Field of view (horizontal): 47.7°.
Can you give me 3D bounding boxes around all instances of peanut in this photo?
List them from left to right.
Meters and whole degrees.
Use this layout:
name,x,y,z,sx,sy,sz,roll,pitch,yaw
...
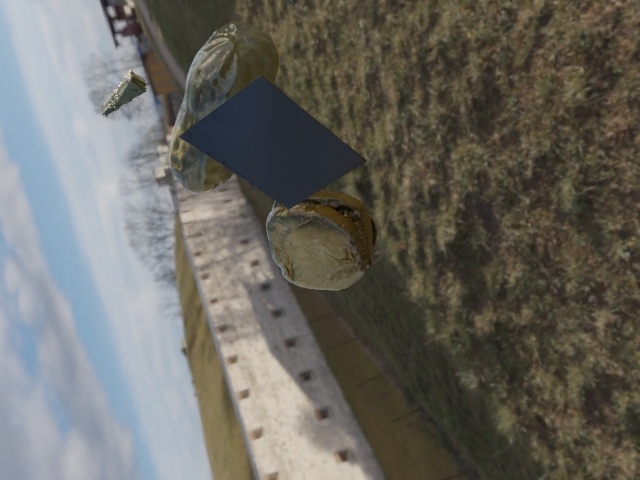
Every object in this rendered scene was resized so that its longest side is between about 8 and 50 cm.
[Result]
name,x,y,z,sx,sy,sz,roll,pitch,yaw
peanut,-0.178,-0.229,1.274,0.313,0.152,0.152,-65,23,16

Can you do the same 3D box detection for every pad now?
name,x,y,z,sx,sy,sz,roll,pitch,yaw
pad,-0.050,-0.105,0.838,0.190,0.127,0.004,33,-142,-42

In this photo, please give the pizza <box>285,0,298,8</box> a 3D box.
name,x,y,z,sx,sy,sz,roll,pitch,yaw
pizza,-0.063,-0.419,1.105,0.100,0.029,0.099,48,-151,-39

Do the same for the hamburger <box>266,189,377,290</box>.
name,x,y,z,sx,sy,sz,roll,pitch,yaw
hamburger,-0.002,0.000,1.295,0.214,0.213,0.108,87,-160,-53

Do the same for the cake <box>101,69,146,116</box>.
name,x,y,z,sx,sy,sz,roll,pitch,yaw
cake,-0.469,-0.343,1.730,0.140,0.055,0.051,-37,51,33
